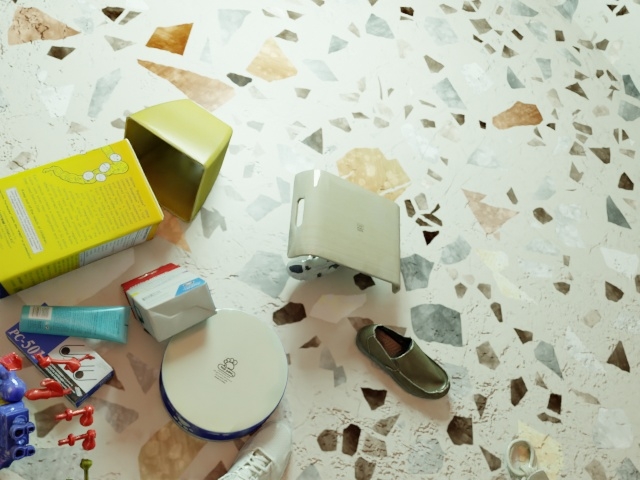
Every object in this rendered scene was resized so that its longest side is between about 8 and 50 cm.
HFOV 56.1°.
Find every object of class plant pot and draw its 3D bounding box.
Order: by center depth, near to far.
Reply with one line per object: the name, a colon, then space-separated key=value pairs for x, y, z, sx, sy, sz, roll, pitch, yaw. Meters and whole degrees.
plant pot: x=-0.328 y=-0.211 z=1.437 sx=0.212 sy=0.212 sz=0.187 roll=33 pitch=48 yaw=2

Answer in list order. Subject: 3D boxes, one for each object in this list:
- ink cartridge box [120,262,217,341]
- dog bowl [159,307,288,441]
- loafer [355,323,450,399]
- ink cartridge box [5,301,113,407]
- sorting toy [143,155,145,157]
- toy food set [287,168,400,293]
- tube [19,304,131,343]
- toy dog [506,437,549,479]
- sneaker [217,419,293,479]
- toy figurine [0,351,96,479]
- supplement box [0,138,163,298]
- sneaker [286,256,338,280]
ink cartridge box: x=-0.331 y=0.123 z=1.284 sx=0.134 sy=0.231 sz=0.078 roll=-25 pitch=111 yaw=-25
dog bowl: x=-0.204 y=0.282 z=1.269 sx=0.264 sy=0.104 sz=0.265 roll=7 pitch=63 yaw=-13
loafer: x=0.197 y=0.279 z=1.395 sx=0.251 sy=0.087 sz=0.094 roll=32 pitch=60 yaw=2
ink cartridge box: x=-0.533 y=0.234 z=1.231 sx=0.207 sy=0.046 sz=0.097 roll=42 pitch=59 yaw=8
sorting toy: x=-0.464 y=-0.230 z=1.506 sx=0.083 sy=0.012 sz=0.062 roll=-22 pitch=72 yaw=-24
toy food set: x=0.067 y=-0.016 z=1.420 sx=0.306 sy=0.092 sz=0.220 roll=21 pitch=59 yaw=-29
tube: x=-0.498 y=0.165 z=1.227 sx=0.207 sy=0.052 sz=0.080 roll=7 pitch=74 yaw=-20
toy dog: x=0.439 y=0.577 z=1.271 sx=0.333 sy=0.161 sz=0.220 roll=-30 pitch=76 yaw=-27
sneaker: x=-0.137 y=0.464 z=1.160 sx=0.108 sy=0.169 sz=0.292 roll=36 pitch=59 yaw=6
toy figurine: x=-0.555 y=0.351 z=1.124 sx=0.191 sy=0.217 sz=0.363 roll=-7 pitch=106 yaw=-42
supplement box: x=-0.543 y=-0.045 z=1.263 sx=0.356 sy=0.194 sz=0.195 roll=-24 pitch=88 yaw=-26
sneaker: x=0.000 y=0.000 z=1.478 sx=0.234 sy=0.094 sz=0.153 roll=-17 pitch=69 yaw=-23
